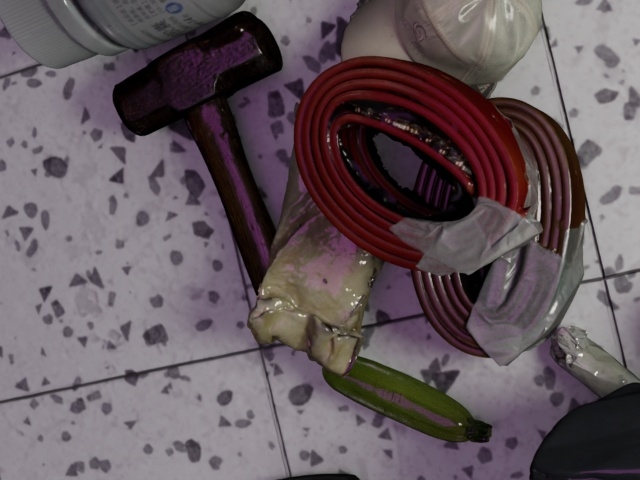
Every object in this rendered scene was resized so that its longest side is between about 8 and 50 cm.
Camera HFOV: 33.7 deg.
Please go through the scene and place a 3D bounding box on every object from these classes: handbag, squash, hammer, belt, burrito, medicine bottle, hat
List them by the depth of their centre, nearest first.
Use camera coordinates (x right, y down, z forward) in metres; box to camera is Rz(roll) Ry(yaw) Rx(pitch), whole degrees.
[{"bbox_3d":[0.388,0.290,1.261,0.275,0.302,0.178,1,50,22],"label":"handbag"},{"bbox_3d":[0.120,-0.085,1.281,0.324,0.115,0.227,40,111,15],"label":"belt"},{"bbox_3d":[0.148,-0.280,1.356,0.275,0.161,0.232,-26,81,22],"label":"hat"},{"bbox_3d":[0.381,0.185,1.357,0.203,0.064,0.064,40,105,12],"label":"burrito"},{"bbox_3d":[0.232,-0.011,1.366,0.217,0.122,0.338,5,94,21],"label":"belt"},{"bbox_3d":[0.013,0.002,1.429,0.175,0.107,0.347,12,90,-10],"label":"burrito"},{"bbox_3d":[-0.274,-0.381,1.443,0.306,0.245,0.245,-18,88,20],"label":"medicine bottle"},{"bbox_3d":[0.117,0.220,1.446,0.252,0.066,0.066,24,101,17],"label":"squash"},{"bbox_3d":[-0.123,-0.091,1.496,0.242,0.095,0.408,-22,89,19],"label":"hammer"}]

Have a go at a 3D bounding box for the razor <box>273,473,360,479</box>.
[{"bbox_3d":[-0.006,0.378,1.504,0.148,0.054,0.090,-11,90,18],"label":"razor"}]
